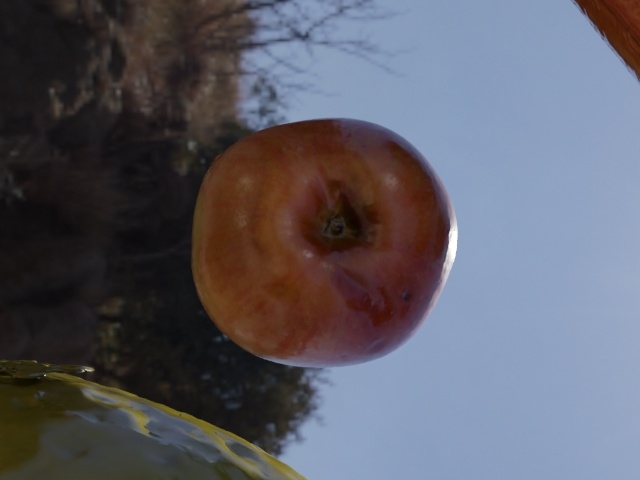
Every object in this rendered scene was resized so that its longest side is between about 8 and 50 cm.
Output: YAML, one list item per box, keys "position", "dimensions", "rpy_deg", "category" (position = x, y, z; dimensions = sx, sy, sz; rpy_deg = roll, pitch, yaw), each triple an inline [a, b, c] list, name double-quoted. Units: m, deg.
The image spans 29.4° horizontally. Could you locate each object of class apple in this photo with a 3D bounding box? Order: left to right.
- position: [0.000, 0.000, 0.940]
  dimensions: [0.164, 0.210, 0.209]
  rpy_deg: [134, -51, -82]
  category: "apple"

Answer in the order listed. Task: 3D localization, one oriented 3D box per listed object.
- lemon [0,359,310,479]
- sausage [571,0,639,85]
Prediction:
- position: [-0.093, 0.225, 0.421]
  dimensions: [0.350, 0.387, 0.350]
  rpy_deg: [-48, -163, 19]
  category: "lemon"
- position: [0.313, -0.235, 0.970]
  dimensions: [0.287, 0.233, 0.233]
  rpy_deg: [-111, -153, -47]
  category: "sausage"
